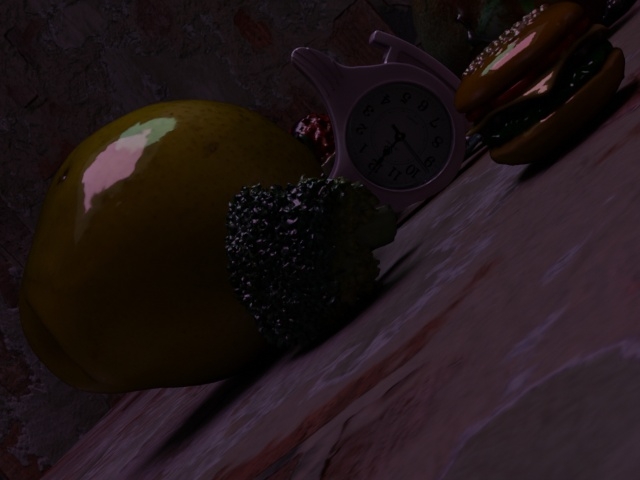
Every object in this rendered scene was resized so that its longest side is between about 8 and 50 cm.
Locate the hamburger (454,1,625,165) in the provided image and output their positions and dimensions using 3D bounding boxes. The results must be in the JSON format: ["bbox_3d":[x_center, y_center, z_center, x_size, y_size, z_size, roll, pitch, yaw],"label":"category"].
[{"bbox_3d":[0.201,-0.144,0.958,0.162,0.115,0.162,-42,4,4],"label":"hamburger"}]

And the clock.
[{"bbox_3d":[0.060,-0.160,1.457,0.275,0.290,0.080,-48,4,4],"label":"clock"}]

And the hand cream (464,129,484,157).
[{"bbox_3d":[0.188,-0.120,1.631,0.248,0.052,0.075,-31,32,42],"label":"hand cream"}]

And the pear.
[{"bbox_3d":[-0.179,0.009,1.297,0.418,0.362,0.362,-39,1,-25],"label":"pear"}]

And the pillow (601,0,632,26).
[{"bbox_3d":[0.492,-0.393,1.813,0.189,0.034,0.255,-41,3,42],"label":"pillow"}]

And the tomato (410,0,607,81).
[{"bbox_3d":[0.293,-0.376,1.620,0.303,0.303,0.239,-41,-12,-5],"label":"tomato"}]

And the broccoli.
[{"bbox_3d":[0.000,0.000,1.083,0.194,0.194,0.219,-43,-10,-36],"label":"broccoli"}]

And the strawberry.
[{"bbox_3d":[0.047,-0.098,1.644,0.138,0.233,0.306,-11,7,17],"label":"strawberry"}]
